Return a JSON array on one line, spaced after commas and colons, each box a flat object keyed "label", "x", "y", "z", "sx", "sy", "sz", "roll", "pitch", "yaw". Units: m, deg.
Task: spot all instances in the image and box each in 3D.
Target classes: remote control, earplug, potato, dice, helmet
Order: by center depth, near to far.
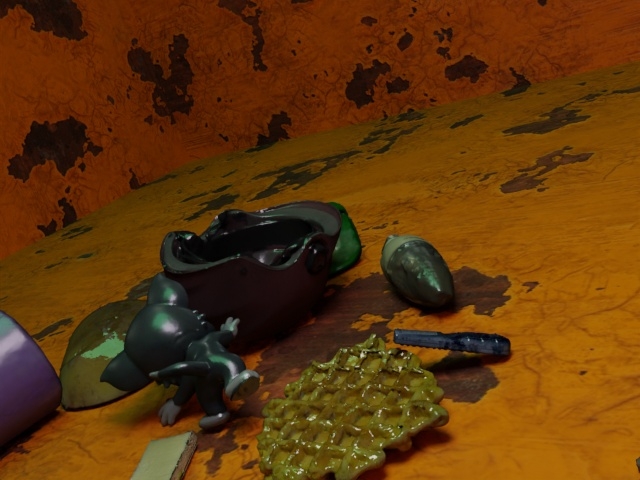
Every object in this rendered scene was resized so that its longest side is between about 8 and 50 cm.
[{"label": "remote control", "x": 0.172, "y": 0.132, "z": 0.884, "sx": 0.153, "sy": 0.027, "sz": 0.043, "roll": 4, "pitch": 9, "yaw": 3}, {"label": "earplug", "x": -0.632, "y": 0.307, "z": 0.999, "sx": 0.215, "sy": 0.215, "sz": 0.456, "roll": -3, "pitch": 27, "yaw": 41}, {"label": "helmet", "x": -0.110, "y": 0.062, "z": 1.192, "sx": 0.271, "sy": 0.197, "sz": 0.338, "roll": 13, "pitch": 25, "yaw": 44}, {"label": "potato", "x": -0.367, "y": 0.183, "z": 1.242, "sx": 0.239, "sy": 0.115, "sz": 0.299, "roll": -9, "pitch": 21, "yaw": 16}, {"label": "dice", "x": 0.000, "y": 0.000, "z": 1.375, "sx": 0.131, "sy": 0.128, "sz": 0.120, "roll": -25, "pitch": 17, "yaw": -15}]

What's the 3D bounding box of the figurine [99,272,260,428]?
[{"label": "figurine", "x": -0.200, "y": 0.180, "z": 0.967, "sx": 0.193, "sy": 0.140, "sz": 0.265, "roll": -61, "pitch": 32, "yaw": -3}]

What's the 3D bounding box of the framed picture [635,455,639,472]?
[{"label": "framed picture", "x": 0.440, "y": 0.178, "z": 0.571, "sx": 0.265, "sy": 0.018, "sz": 0.192, "roll": -23, "pitch": 18, "yaw": -12}]

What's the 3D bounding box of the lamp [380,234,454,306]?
[{"label": "lamp", "x": 0.158, "y": 0.048, "z": 1.118, "sx": 0.101, "sy": 0.101, "sz": 0.250, "roll": -21, "pitch": 24, "yaw": -6}]

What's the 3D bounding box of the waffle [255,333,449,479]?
[{"label": "waffle", "x": 0.031, "y": 0.210, "z": 0.827, "sx": 0.238, "sy": 0.058, "sz": 0.243, "roll": -21, "pitch": 19, "yaw": -5}]

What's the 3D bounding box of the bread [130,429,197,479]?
[{"label": "bread", "x": -0.206, "y": 0.300, "z": 0.846, "sx": 0.068, "sy": 0.028, "sz": 0.153, "roll": -15, "pitch": 19, "yaw": 12}]
